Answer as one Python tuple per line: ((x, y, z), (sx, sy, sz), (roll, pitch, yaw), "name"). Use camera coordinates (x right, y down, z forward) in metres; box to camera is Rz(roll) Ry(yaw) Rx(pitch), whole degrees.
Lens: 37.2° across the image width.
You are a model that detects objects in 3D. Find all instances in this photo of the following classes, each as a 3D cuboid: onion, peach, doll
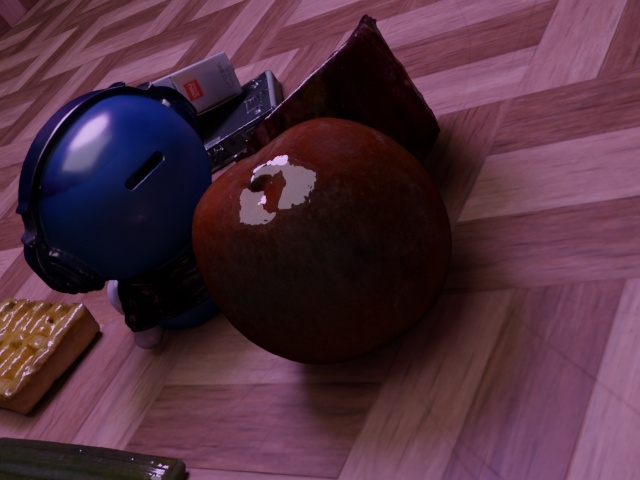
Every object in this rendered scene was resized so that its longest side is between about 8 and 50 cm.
((0.024, -0.096, 1.129), (0.280, 0.146, 0.314), (-48, -8, 6), "onion")
((0.000, 0.000, 0.938), (0.252, 0.252, 0.252), (-27, 30, 18), "peach")
((-0.227, -0.037, 1.171), (0.240, 0.310, 0.284), (6, 51, 49), "doll")

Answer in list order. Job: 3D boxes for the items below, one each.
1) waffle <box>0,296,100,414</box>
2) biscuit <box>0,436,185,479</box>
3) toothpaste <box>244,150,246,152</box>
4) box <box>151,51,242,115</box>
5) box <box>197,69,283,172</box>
((-0.441, 0.163, 1.375), (0.274, 0.057, 0.168), (-2, 45, 47), "waffle")
((-0.284, 0.264, 1.049), (0.322, 0.038, 0.099), (-2, 40, 35), "biscuit")
((-0.085, -0.124, 1.439), (0.037, 0.021, 0.140), (-37, 26, -15), "toothpaste")
((-0.267, -0.237, 1.629), (0.269, 0.079, 0.135), (-11, 18, 47), "box")
((-0.182, -0.174, 1.591), (0.270, 0.045, 0.211), (-30, 28, 13), "box")
